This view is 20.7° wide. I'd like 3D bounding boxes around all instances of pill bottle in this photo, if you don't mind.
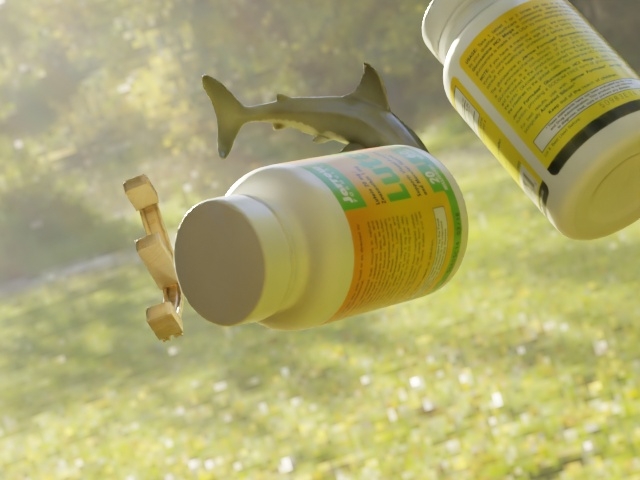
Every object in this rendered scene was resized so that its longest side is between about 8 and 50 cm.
[{"bbox_3d":[0.266,-0.174,2.064,0.188,0.334,0.188,-24,-34,-18],"label":"pill bottle"},{"bbox_3d":[0.000,0.000,1.444,0.136,0.136,0.246,-10,2,41],"label":"pill bottle"}]

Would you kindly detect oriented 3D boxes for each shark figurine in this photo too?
[{"bbox_3d":[0.016,-0.149,1.967,0.278,0.116,0.166,16,33,9],"label":"shark figurine"}]

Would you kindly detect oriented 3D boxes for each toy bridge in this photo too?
[{"bbox_3d":[-0.147,0.020,1.598,0.026,0.063,0.188,-21,45,6],"label":"toy bridge"}]
